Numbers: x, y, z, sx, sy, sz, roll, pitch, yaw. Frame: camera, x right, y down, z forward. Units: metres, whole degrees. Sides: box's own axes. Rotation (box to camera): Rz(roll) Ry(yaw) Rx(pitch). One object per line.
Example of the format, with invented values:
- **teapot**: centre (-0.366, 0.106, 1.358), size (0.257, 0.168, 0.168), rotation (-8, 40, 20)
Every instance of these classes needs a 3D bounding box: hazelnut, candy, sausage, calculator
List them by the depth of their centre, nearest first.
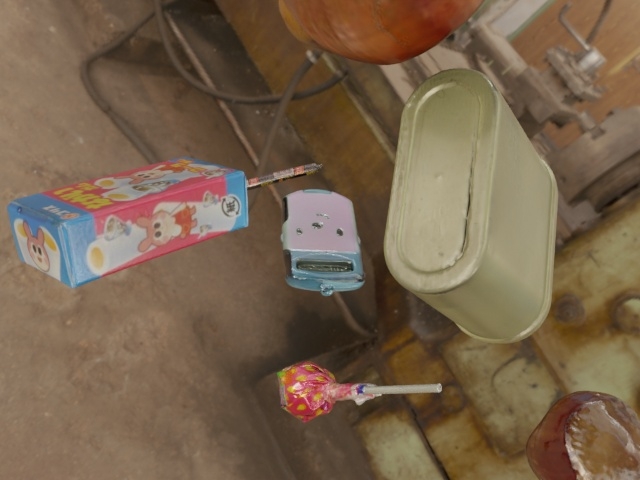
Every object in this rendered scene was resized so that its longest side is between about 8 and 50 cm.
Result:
- **hazelnut**: centre (0.050, -0.253, 0.562), size (0.214, 0.214, 0.176), rotation (15, 76, -39)
- **candy**: centre (-0.270, -0.038, 0.933), size (0.157, 0.100, 0.306), rotation (18, 28, 38)
- **hazelnut**: centre (0.499, 0.388, 1.161), size (0.230, 0.229, 0.229), rotation (29, 38, -26)
- **candy**: centre (0.069, 0.290, 1.238), size (0.124, 0.366, 0.124), rotation (20, 64, -49)
- **calculator**: centre (0.000, 0.000, 1.340), size (0.173, 0.051, 0.293), rotation (3, 47, -10)
- **sausage**: centre (-0.090, -0.141, 1.407), size (0.028, 0.199, 0.025), rotation (-109, -176, -46)

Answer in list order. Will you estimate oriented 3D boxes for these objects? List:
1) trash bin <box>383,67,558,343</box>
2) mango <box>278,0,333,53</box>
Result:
- **trash bin**: centre (0.169, -0.024, 0.684), size (0.247, 0.121, 0.243), rotation (29, 66, -55)
- **mango**: centre (0.048, -0.332, 0.877), size (0.156, 0.249, 0.151), rotation (40, 65, -45)
